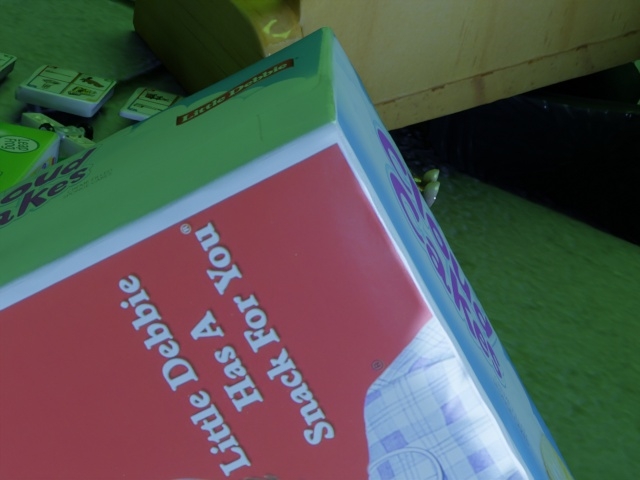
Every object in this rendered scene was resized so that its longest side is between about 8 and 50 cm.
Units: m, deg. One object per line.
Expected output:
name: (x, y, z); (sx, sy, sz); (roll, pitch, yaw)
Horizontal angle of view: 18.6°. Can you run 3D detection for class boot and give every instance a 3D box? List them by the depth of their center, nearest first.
boot: (0.213, -0.088, 1.418); (0.246, 0.094, 0.207); (18, 26, 13)

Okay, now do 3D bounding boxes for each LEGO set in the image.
LEGO set: (-0.167, -0.057, 1.149); (0.182, 0.060, 0.244); (13, 16, -1)

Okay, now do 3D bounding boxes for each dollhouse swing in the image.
dollhouse swing: (0.069, -0.255, 1.288); (0.347, 0.305, 0.315); (-17, 36, -19)

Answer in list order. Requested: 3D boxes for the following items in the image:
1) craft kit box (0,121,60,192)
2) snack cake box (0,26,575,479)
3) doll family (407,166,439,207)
craft kit box: (-0.272, -0.016, 0.905); (0.247, 0.061, 0.250); (11, 23, 5)
snack cake box: (-0.003, 0.088, 0.614); (0.152, 0.264, 0.089); (-25, 22, 10)
doll family: (0.000, 0.000, 1.090); (0.111, 0.076, 0.193); (21, 26, -6)
